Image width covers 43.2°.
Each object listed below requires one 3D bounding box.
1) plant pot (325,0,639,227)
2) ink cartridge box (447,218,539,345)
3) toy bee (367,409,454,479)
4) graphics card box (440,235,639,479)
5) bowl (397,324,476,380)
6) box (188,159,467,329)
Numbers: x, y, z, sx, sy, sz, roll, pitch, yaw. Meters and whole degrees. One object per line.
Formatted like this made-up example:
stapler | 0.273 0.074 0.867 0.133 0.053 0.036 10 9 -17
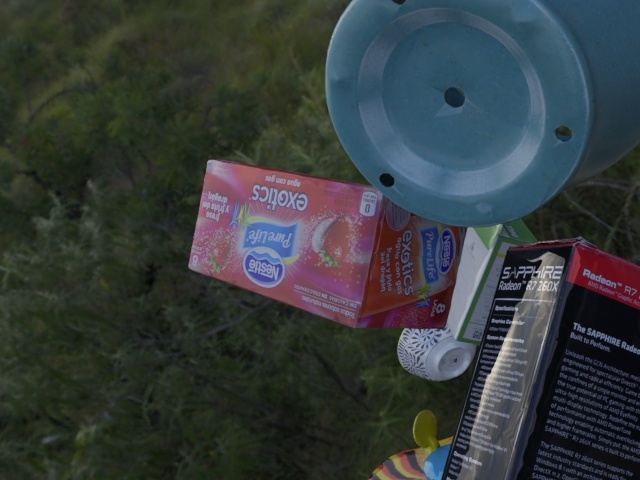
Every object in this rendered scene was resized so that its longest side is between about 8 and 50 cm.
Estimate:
plant pot | 0.140 -0.144 0.604 0.272 0.271 0.255 -34 8 44
ink cartridge box | 0.218 0.019 1.020 0.109 0.062 0.209 -102 26 -64
toy bee | 0.217 0.332 1.186 0.162 0.298 0.195 -65 -26 -57
graphics card box | 0.201 0.209 0.586 0.094 0.233 0.370 -9 62 68
bowl | 0.243 0.216 1.576 0.170 0.170 0.080 -56 32 11
box | 0.000 0.000 0.791 0.257 0.128 0.122 14 95 46
